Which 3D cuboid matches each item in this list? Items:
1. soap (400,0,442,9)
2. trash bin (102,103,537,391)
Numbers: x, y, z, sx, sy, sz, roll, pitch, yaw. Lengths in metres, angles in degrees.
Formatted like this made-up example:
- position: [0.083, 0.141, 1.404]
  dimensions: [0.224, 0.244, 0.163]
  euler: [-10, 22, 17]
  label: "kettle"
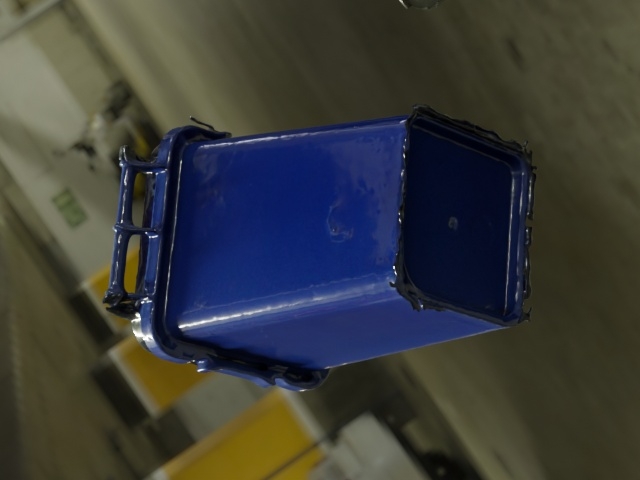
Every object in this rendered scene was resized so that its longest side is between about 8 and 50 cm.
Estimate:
- position: [0.051, -0.421, 1.786]
  dimensions: [0.302, 0.159, 0.258]
  euler: [55, -177, 21]
  label: "soap"
- position: [0.000, 0.000, 1.098]
  dimensions: [0.184, 0.162, 0.235]
  euler: [17, 162, -42]
  label: "trash bin"
